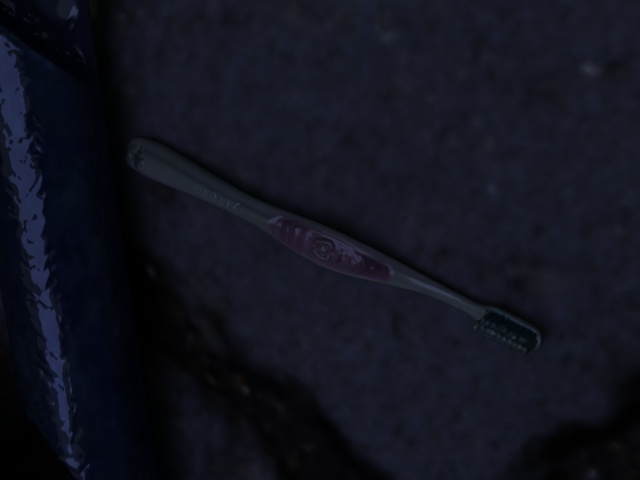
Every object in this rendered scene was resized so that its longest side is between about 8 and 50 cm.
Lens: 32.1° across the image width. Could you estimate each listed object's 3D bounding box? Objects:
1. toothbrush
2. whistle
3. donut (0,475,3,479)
[{"bbox_3d":[0.000,0.000,0.471,0.204,0.022,0.017,26,109,20],"label":"toothbrush"},{"bbox_3d":[-0.113,0.034,0.507,0.062,0.062,0.304,-3,101,25],"label":"whistle"},{"bbox_3d":[-0.303,0.235,0.567,0.448,0.198,0.449,6,105,22],"label":"donut"}]
